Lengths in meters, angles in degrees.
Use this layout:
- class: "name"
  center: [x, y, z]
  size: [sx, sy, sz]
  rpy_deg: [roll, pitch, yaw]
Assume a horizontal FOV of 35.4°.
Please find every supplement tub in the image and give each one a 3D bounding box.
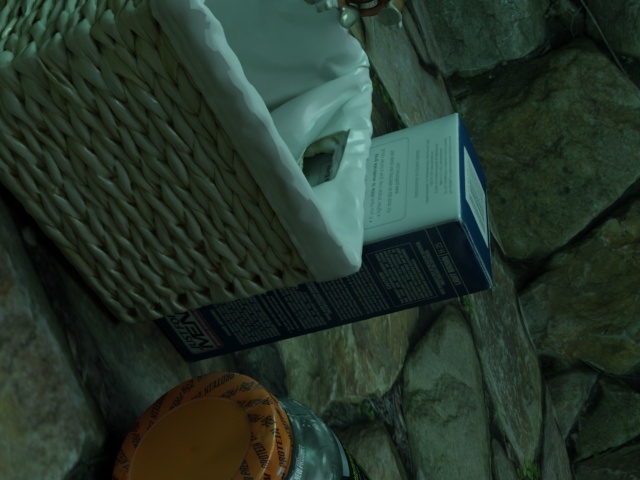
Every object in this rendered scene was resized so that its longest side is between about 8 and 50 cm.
- class: "supplement tub"
  center: [-0.038, 0.285, 0.954]
  size: [0.207, 0.207, 0.338]
  rpy_deg: [-86, 152, -44]

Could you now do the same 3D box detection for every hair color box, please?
- class: "hair color box"
  center: [0.000, 0.000, 1.066]
  size: [0.174, 0.347, 0.105]
  rpy_deg: [-82, 150, -47]

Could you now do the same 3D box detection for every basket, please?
- class: "basket"
  center: [-0.128, -0.147, 0.964]
  size: [0.331, 0.266, 0.328]
  rpy_deg: [57, 26, -37]

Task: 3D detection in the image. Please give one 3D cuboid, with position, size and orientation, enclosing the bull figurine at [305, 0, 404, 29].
- class: "bull figurine"
  center: [0.006, -0.341, 0.949]
  size: [0.310, 0.101, 0.188]
  rpy_deg: [57, 28, -32]
